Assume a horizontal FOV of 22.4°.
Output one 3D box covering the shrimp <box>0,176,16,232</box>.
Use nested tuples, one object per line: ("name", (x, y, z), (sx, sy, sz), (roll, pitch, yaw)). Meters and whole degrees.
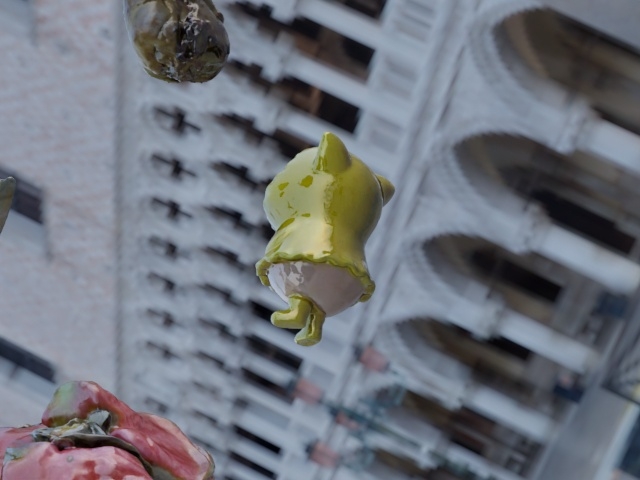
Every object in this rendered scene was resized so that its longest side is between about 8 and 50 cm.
("shrimp", (-0.361, 0.077, 1.600), (0.168, 0.077, 0.317), (5, 78, 53))

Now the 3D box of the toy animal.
("toy animal", (0.002, 0.002, 1.814), (0.156, 0.156, 0.230), (92, -168, -70))

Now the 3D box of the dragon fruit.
("dragon fruit", (-0.158, 0.246, 1.222), (0.226, 0.305, 0.305), (-52, -4, 19))

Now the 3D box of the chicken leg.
("chicken leg", (-0.177, -0.268, 1.635), (0.087, 0.252, 0.107), (-23, 15, 20))
